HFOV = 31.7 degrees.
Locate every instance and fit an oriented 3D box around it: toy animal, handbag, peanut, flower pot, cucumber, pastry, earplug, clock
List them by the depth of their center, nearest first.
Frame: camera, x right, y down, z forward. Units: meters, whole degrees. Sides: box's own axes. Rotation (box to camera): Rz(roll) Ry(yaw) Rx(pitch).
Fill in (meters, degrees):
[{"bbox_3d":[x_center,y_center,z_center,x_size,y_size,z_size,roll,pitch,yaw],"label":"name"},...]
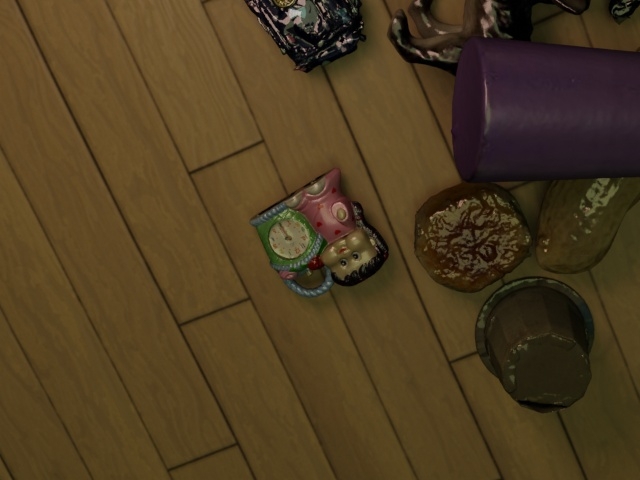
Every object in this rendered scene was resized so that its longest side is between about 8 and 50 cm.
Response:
[{"bbox_3d":[0.431,-0.185,1.660,0.456,0.215,0.215,1,106,-5],"label":"earplug"},{"bbox_3d":[0.317,-0.373,1.767,0.303,0.194,0.344,37,108,0],"label":"toy animal"},{"bbox_3d":[0.526,-0.425,1.804,0.053,0.053,0.181,39,104,-7],"label":"cucumber"},{"bbox_3d":[-0.039,-0.403,1.821,0.162,0.113,0.260,-33,93,5],"label":"handbag"},{"bbox_3d":[0.453,-0.081,1.858,0.152,0.152,0.313,21,105,-2],"label":"peanut"},{"bbox_3d":[0.369,0.194,1.911,0.212,0.202,0.212,2,109,6],"label":"flower pot"},{"bbox_3d":[0.254,-0.010,1.915,0.192,0.093,0.182,-32,104,10],"label":"pastry"},{"bbox_3d":[0.000,0.000,1.937,0.194,0.100,0.195,-32,98,16],"label":"clock"}]

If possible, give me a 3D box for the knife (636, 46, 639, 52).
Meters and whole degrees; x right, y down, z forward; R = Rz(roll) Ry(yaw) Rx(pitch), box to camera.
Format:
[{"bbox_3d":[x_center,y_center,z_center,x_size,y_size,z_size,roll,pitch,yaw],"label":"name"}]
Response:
[{"bbox_3d":[0.681,-0.352,1.824,0.343,0.027,0.061,-13,100,8],"label":"knife"}]
